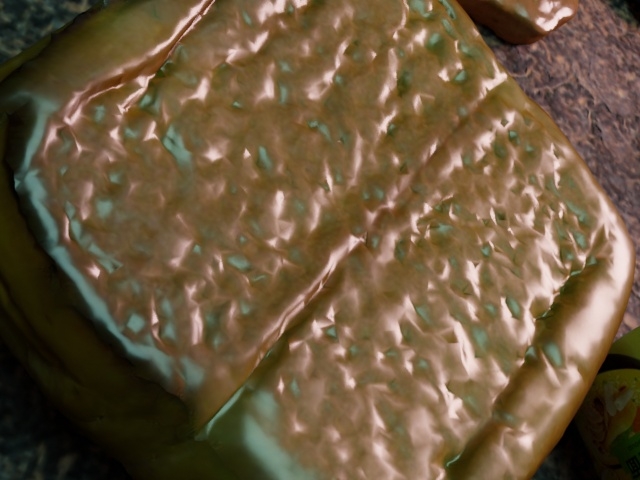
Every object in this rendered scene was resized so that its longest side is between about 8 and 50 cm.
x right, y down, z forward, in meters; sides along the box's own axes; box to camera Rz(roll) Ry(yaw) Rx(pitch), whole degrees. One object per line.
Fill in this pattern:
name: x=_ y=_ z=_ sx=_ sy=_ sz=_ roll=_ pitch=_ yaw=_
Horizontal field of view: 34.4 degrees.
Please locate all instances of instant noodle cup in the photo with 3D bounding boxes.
instant noodle cup: x=0.229 y=0.110 z=0.647 sx=0.151 sy=0.151 sz=0.122 roll=-16 pitch=69 yaw=-35

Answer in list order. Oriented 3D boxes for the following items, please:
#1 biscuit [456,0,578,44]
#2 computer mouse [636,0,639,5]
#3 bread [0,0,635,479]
biscuit: x=0.058 y=-0.269 z=0.772 sx=0.334 sy=0.047 sz=0.202 roll=15 pitch=62 yaw=-24
computer mouse: x=0.298 y=-0.247 z=0.904 sx=0.079 sy=0.047 sz=0.135 roll=1 pitch=79 yaw=-17
bread: x=-0.005 y=0.003 z=0.555 sx=0.328 sy=0.148 sz=0.337 roll=47 pitch=51 yaw=-9
